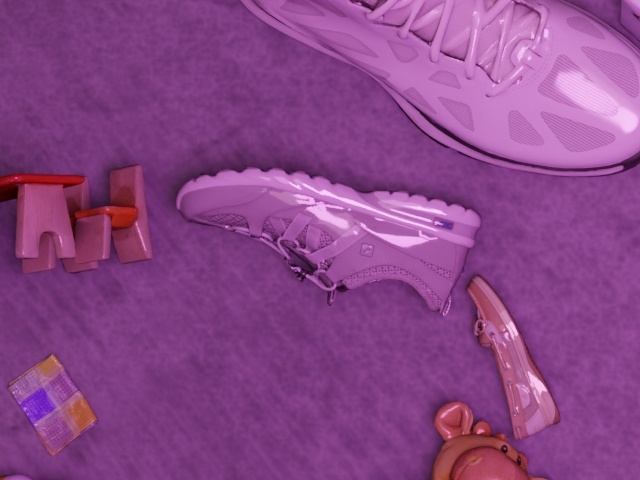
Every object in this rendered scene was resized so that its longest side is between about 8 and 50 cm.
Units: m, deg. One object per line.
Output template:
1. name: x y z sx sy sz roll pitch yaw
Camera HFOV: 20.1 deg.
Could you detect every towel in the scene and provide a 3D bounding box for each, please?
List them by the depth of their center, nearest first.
1. towel: -0.257 0.158 1.732 0.060 0.009 0.083 -34 83 8

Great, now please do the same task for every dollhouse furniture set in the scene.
1. dollhouse furniture set: -0.327 -0.036 1.643 0.259 0.262 0.135 -10 83 41

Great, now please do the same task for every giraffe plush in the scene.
1. giraffe plush: 0.127 0.247 1.598 0.170 0.210 0.181 -46 121 -9

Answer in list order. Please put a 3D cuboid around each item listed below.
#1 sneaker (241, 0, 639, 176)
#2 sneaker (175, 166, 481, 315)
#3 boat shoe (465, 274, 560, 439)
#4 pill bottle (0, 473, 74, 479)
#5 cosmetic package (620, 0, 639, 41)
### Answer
1. sneaker: 0.091 -0.188 1.561 0.448 0.257 0.169 27 92 9
2. sneaker: 0.000 0.000 1.646 0.281 0.105 0.115 10 89 9
3. boat shoe: 0.166 0.105 1.641 0.048 0.056 0.153 -27 91 3
4. pill bottle: -0.313 0.275 1.690 0.184 0.103 0.103 -10 86 9
5. cosmetic package: 0.375 -0.217 1.568 0.151 0.151 0.183 45 95 9
